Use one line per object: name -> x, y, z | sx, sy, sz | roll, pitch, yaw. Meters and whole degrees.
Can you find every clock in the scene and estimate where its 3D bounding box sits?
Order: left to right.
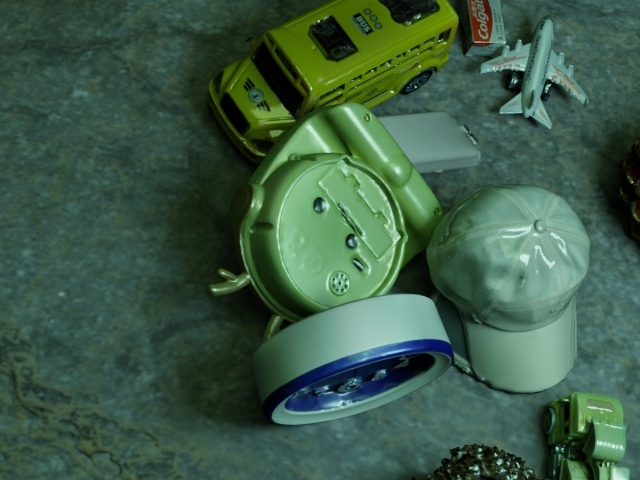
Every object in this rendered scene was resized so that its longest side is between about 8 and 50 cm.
clock -> 0.000, 0.000, 1.470 | 0.308, 0.096, 0.235 | -48, 113, -24
clock -> 0.037, 0.140, 1.391 | 0.230, 0.230, 0.083 | -10, 66, -16

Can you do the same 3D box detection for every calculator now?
calculator -> 0.139, -0.132, 1.606 | 0.175, 0.032, 0.100 | -9, 51, -34

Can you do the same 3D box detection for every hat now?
hat -> 0.253, 0.063, 1.499 | 0.232, 0.161, 0.275 | -18, 108, -16

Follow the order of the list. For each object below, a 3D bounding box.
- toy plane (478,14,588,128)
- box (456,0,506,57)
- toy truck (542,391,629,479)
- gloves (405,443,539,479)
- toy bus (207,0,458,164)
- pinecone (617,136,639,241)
toy plane -> 0.307, -0.245, 1.703 | 0.162, 0.065, 0.171 | 17, 63, -4
box -> 0.229, -0.373, 1.755 | 0.055, 0.039, 0.218 | 2, 67, -13
toy truck -> 0.327, 0.278, 1.456 | 0.085, 0.116, 0.191 | 12, 66, -9
gloves -> 0.148, 0.379, 1.364 | 0.210, 0.135, 0.312 | 38, 65, 5
toy bus -> 0.015, -0.240, 1.592 | 0.331, 0.151, 0.145 | -30, 76, -21
pinecone -> 0.509, -0.079, 1.600 | 0.221, 0.221, 0.221 | 4, 66, -10
